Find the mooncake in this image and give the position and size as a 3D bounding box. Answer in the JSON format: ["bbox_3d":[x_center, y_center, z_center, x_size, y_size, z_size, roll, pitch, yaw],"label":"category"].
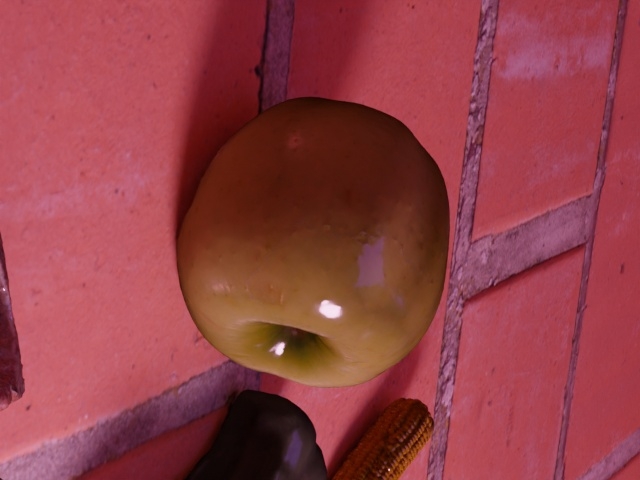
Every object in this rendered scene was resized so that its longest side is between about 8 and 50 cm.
[{"bbox_3d":[-0.068,0.238,1.619,0.168,0.104,0.175,23,78,-56],"label":"mooncake"}]

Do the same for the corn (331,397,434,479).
[{"bbox_3d":[0.069,0.259,1.909,0.207,0.068,0.068,-45,139,-39],"label":"corn"}]

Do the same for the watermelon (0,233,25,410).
[{"bbox_3d":[-0.279,0.018,1.039,0.148,0.226,0.318,-30,145,-88],"label":"watermelon"}]

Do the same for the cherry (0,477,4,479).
[{"bbox_3d":[-0.285,0.240,1.183,0.176,0.140,0.176,-22,122,-39],"label":"cherry"}]

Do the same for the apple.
[{"bbox_3d":[0.000,0.000,1.513,0.279,0.279,0.279,-33,130,-52],"label":"apple"}]
